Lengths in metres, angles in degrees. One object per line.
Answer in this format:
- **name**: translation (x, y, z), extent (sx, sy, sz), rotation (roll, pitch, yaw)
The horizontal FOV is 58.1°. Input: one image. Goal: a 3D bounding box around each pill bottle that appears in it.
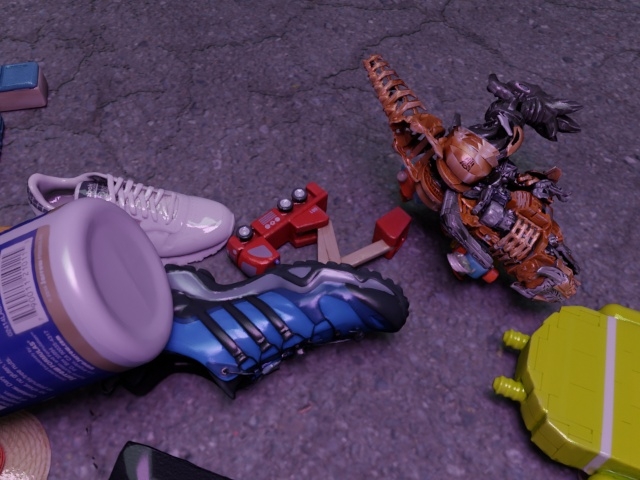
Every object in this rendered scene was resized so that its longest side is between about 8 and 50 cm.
- **pill bottle**: translation (-0.282, 0.076, 0.513), extent (0.265, 0.153, 0.153), rotation (-21, 55, 10)

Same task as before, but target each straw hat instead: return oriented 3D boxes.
- **straw hat**: translation (-0.330, 0.207, 0.522), extent (0.145, 0.061, 0.144), rotation (1, 54, -1)

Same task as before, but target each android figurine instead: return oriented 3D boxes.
- **android figurine**: translation (0.311, 0.163, 0.570), extent (0.273, 0.056, 0.248), rotation (17, 48, 10)

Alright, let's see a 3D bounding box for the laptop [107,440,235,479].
- **laptop**: translation (-0.087, 0.294, 0.397), extent (0.235, 0.136, 0.264), rotation (23, 56, -4)

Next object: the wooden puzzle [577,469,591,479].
- **wooden puzzle**: translation (0.294, 0.214, 0.574), extent (0.117, 0.014, 0.078), rotation (8, 54, 3)

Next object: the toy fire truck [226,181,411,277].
- **toy fire truck**: translation (0.000, 0.000, 0.693), extent (0.192, 0.047, 0.135), rotation (-37, 65, -24)

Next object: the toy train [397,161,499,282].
- **toy train**: translation (0.144, -0.014, 0.688), extent (0.125, 0.046, 0.166), rotation (12, 45, -37)

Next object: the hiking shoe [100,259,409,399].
- **hiking shoe**: translation (-0.060, 0.100, 0.594), extent (0.304, 0.113, 0.131), rotation (-3, 62, 7)

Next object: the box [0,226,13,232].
- **box**: translation (-0.375, 0.045, 0.656), extent (0.081, 0.028, 0.136), rotation (-3, 53, -5)

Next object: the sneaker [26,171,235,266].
- **sneaker**: translation (-0.220, -0.031, 0.677), extent (0.235, 0.094, 0.090), rotation (2, 53, -3)

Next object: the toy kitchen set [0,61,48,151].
- **toy kitchen set**: translation (-0.443, -0.192, 0.736), extent (0.122, 0.166, 0.207), rotation (-10, 56, -9)

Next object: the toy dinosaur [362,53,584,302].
- **toy dinosaur**: translation (0.178, -0.085, 0.638), extent (0.218, 0.164, 0.321), rotation (-41, 107, -40)
